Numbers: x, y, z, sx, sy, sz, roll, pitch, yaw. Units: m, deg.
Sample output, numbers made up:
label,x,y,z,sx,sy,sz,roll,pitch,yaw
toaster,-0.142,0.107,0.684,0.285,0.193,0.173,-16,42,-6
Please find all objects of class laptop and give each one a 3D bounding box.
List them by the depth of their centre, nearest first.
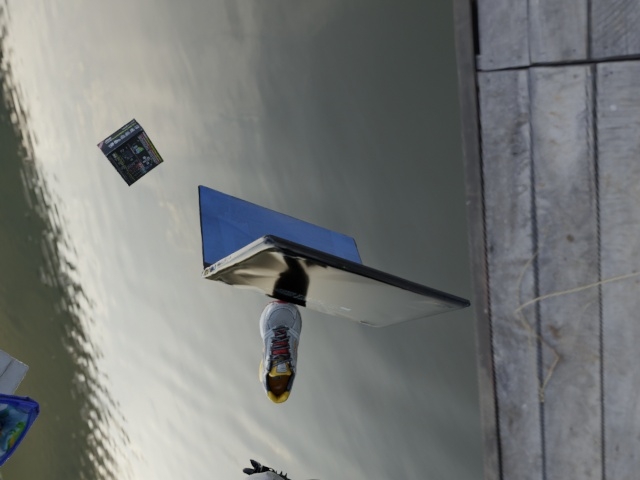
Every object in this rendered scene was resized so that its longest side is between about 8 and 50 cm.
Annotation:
label,x,y,z,sx,sy,sz,roll,pitch,yaw
laptop,0.000,0.000,1.208,0.408,0.382,0.236,-25,52,56

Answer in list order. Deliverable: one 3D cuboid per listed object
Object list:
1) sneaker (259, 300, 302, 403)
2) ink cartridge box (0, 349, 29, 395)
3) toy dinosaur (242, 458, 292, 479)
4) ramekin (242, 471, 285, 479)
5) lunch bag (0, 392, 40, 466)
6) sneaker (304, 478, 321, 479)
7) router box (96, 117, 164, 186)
label,x,y,z,sx,sy,sz,roll,pitch,yaw
sneaker,-0.076,0.224,1.324,0.092,0.088,0.225,-119,28,-67
ink cartridge box,-0.514,0.227,0.895,0.176,0.127,0.128,-45,19,21
toy dinosaur,-0.074,0.605,1.501,0.322,0.218,0.164,-41,32,23
ramekin,-0.021,0.347,0.635,0.273,0.127,0.273,44,169,11
lunch bag,-0.321,0.167,0.518,0.129,0.151,0.096,-20,87,26
sneaker,-0.063,0.524,1.160,0.321,0.180,0.124,-125,41,-76
router box,-0.382,-0.176,1.332,0.038,0.092,0.122,47,168,25
